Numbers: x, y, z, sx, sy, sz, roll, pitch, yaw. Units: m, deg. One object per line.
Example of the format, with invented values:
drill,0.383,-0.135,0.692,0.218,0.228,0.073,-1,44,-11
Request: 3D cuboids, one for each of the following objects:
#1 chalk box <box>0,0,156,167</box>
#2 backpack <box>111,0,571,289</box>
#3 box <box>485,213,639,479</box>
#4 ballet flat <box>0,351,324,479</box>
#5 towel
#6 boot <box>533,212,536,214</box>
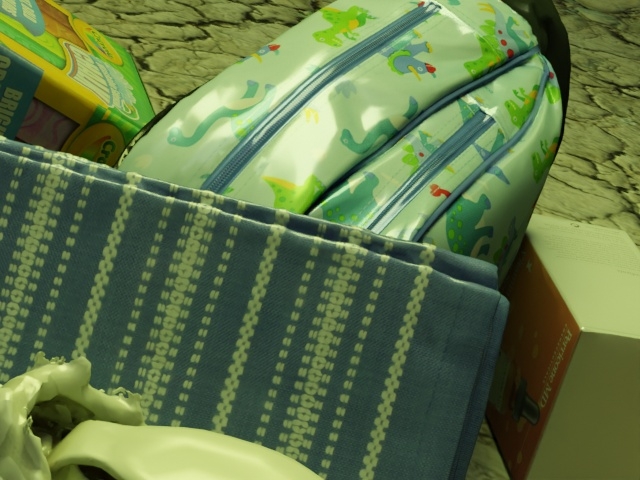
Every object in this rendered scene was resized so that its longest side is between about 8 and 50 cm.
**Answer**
chalk box,-0.223,-0.067,0.902,0.289,0.179,0.180,31,15,-30
backpack,0.000,0.000,0.845,0.355,0.290,0.273,-19,55,-41
box,0.173,0.077,0.937,0.091,0.130,0.170,10,24,-13
ballet flat,0.017,0.177,0.550,0.409,0.147,0.147,28,25,1
towel,-0.096,0.088,0.657,0.336,0.243,0.040,15,-4,0
boot,0.065,-0.028,1.187,0.246,0.083,0.161,9,17,-27
